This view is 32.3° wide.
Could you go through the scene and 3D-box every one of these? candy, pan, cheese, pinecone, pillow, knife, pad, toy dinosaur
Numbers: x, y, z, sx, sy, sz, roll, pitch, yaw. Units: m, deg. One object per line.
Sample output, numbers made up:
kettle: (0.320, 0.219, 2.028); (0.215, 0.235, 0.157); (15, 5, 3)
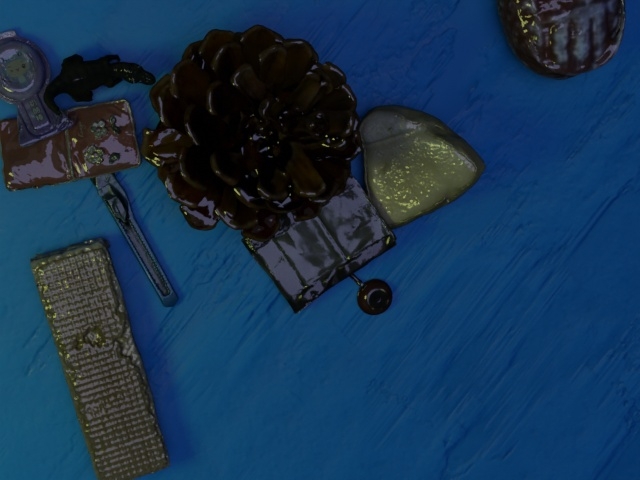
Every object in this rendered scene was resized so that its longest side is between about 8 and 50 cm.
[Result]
candy: (0.429, -0.430, 1.971); (0.214, 0.157, 0.289); (-18, 101, -5)
pan: (0.085, 0.091, 2.031); (0.115, 0.023, 0.068); (42, 88, -14)
cheese: (-0.491, -0.257, 1.837); (0.105, 0.042, 0.191); (-26, 92, -10)
pinecone: (-0.097, -0.180, 1.786); (0.384, 0.384, 0.384); (-2, 98, -12)
pillow: (-0.424, -0.160, 1.868); (0.232, 0.043, 0.126); (-12, 86, -9)
knife: (-0.324, -0.014, 1.927); (0.044, 0.026, 0.296); (-32, 103, -19)
pad: (0.000, 0.000, 1.974); (0.233, 0.022, 0.174); (-36, 94, 6)
toy dinosaur: (-0.366, -0.270, 1.805); (0.187, 0.179, 0.087); (-20, 102, -12)

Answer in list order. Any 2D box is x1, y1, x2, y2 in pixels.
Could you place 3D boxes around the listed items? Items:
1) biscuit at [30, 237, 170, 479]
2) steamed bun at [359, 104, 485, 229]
biscuit: (-0.377, 0.211, 1.918); (0.144, 0.078, 0.426); (-17, 101, -11)
steamed bun: (0.166, -0.154, 1.967); (0.231, 0.110, 0.212); (-26, 96, 28)
